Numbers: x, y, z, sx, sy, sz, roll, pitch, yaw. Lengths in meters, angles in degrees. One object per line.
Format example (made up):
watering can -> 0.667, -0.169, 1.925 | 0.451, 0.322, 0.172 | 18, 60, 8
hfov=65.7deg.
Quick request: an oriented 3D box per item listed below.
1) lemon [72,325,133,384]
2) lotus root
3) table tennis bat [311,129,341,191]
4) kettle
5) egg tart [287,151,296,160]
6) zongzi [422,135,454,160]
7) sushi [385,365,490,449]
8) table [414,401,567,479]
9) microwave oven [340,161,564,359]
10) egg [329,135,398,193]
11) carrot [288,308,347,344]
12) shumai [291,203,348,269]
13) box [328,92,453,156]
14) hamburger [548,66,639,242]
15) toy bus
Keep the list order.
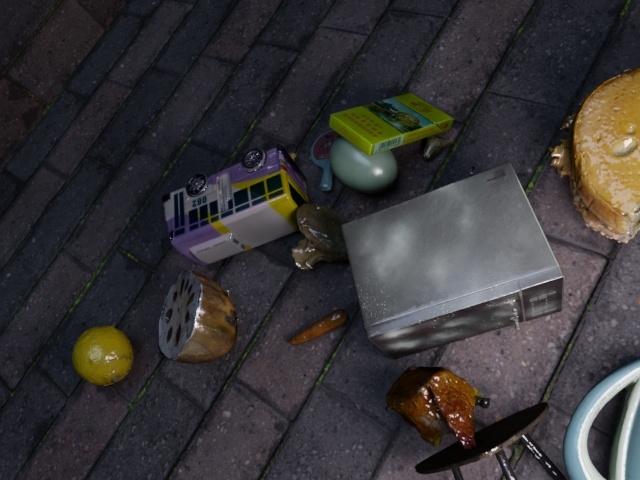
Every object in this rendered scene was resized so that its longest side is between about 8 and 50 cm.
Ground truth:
lemon -> -0.682, 0.359, 1.560 | 0.180, 0.180, 0.193 | -44, 23, 0
lotus root -> -0.343, 0.228, 1.450 | 0.272, 0.191, 0.273 | -37, 44, 47
table tennis bat -> 0.034, -0.264, 1.615 | 0.152, 0.040, 0.245 | -2, 61, 23
kettle -> 0.626, 0.386, 0.903 | 0.319, 0.247, 0.342 | 27, 85, 20
egg tart -> -0.133, -0.256, 1.665 | 0.128, 0.050, 0.129 | -20, 21, 8
zongzi -> 0.350, -0.268, 1.474 | 0.083, 0.040, 0.076 | 15, 80, 11
sushi -> 0.255, 0.356, 1.085 | 0.179, 0.296, 0.167 | 43, 65, 0
table -> 0.400, 0.501, 0.979 | 0.317, 0.317, 0.249 | -30, 70, 9
microwave oven -> 0.309, 0.056, 1.211 | 0.431, 0.236, 0.375 | -20, 60, 15
egg -> 0.127, -0.230, 1.473 | 0.230, 0.168, 0.168 | 36, 84, 29
carrot -> -0.008, 0.248, 1.384 | 0.191, 0.047, 0.047 | -32, 57, 14
shumai -> 0.000, 0.000, 1.452 | 0.153, 0.209, 0.161 | -55, 9, 31
box -> 0.211, -0.348, 1.456 | 0.334, 0.047, 0.187 | -22, 49, -31
hamburger -> 0.705, -0.228, 1.146 | 0.286, 0.268, 0.446 | 34, 88, 31
toy bus -> -0.264, -0.091, 1.564 | 0.439, 0.209, 0.250 | -20, 60, 14
